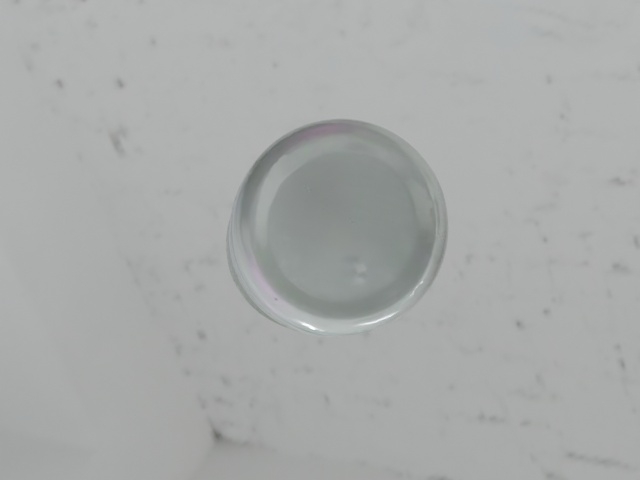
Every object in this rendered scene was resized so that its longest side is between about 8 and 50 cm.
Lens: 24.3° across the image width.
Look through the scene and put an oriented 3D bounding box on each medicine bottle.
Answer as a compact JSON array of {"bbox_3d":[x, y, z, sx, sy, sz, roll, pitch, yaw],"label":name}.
[{"bbox_3d":[0.000,0.000,0.731,0.095,0.095,0.260,-23,178,-4],"label":"medicine bottle"}]
